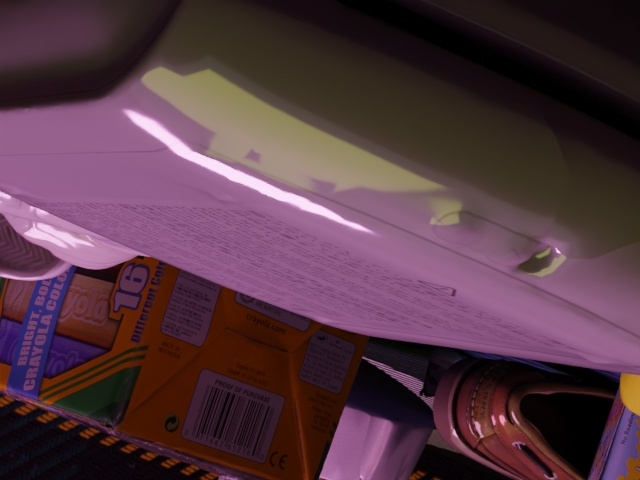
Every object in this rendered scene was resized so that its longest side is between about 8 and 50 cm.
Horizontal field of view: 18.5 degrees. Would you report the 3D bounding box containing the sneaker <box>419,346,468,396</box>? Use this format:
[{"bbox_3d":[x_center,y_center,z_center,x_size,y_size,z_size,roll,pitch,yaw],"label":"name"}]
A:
[{"bbox_3d":[0.135,0.142,1.762,0.098,0.069,0.038,21,173,-2],"label":"sneaker"}]

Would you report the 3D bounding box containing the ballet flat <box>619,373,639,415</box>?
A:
[{"bbox_3d":[0.207,0.047,0.933,0.077,0.077,0.231,46,160,-21],"label":"ballet flat"}]

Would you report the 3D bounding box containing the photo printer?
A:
[{"bbox_3d":[0.010,-0.039,0.648,0.256,0.107,0.307,23,171,-24],"label":"photo printer"}]

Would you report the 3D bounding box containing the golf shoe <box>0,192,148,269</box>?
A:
[{"bbox_3d":[-0.132,-0.060,0.949,0.140,0.115,0.306,3,171,32],"label":"golf shoe"}]

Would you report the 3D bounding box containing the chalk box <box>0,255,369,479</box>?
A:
[{"bbox_3d":[-0.124,0.044,1.342,0.180,0.179,0.289,25,172,-39],"label":"chalk box"}]

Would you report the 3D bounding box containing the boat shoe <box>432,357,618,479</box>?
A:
[{"bbox_3d":[0.237,0.178,1.596,0.307,0.110,0.104,19,168,-31],"label":"boat shoe"}]

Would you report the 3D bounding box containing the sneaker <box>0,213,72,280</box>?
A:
[{"bbox_3d":[-0.256,-0.052,1.318,0.292,0.108,0.169,28,177,17],"label":"sneaker"}]

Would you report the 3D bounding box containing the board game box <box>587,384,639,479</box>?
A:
[{"bbox_3d":[0.334,0.210,1.440,0.275,0.142,0.144,19,172,7],"label":"board game box"}]

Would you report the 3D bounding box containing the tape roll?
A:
[{"bbox_3d":[-0.081,0.106,1.762,0.392,0.072,0.392,25,-176,-2],"label":"tape roll"}]
